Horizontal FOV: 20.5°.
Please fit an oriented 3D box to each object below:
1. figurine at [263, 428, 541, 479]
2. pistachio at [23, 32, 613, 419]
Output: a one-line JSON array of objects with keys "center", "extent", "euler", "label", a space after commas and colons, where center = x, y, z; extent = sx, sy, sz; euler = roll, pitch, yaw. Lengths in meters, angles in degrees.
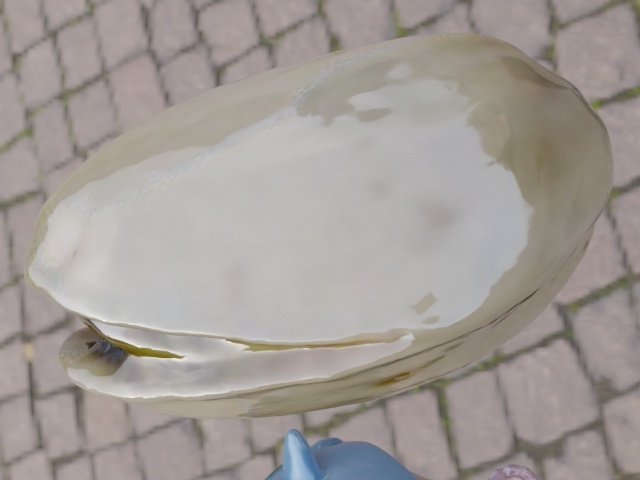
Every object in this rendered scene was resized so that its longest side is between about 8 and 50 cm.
[{"center": [0.043, 0.169, 0.830], "extent": [0.114, 0.144, 0.178], "euler": [89, 160, -46], "label": "figurine"}, {"center": [0.000, 0.000, 0.696], "extent": [0.237, 0.153, 0.138], "euler": [-14, 113, 14], "label": "pistachio"}]
